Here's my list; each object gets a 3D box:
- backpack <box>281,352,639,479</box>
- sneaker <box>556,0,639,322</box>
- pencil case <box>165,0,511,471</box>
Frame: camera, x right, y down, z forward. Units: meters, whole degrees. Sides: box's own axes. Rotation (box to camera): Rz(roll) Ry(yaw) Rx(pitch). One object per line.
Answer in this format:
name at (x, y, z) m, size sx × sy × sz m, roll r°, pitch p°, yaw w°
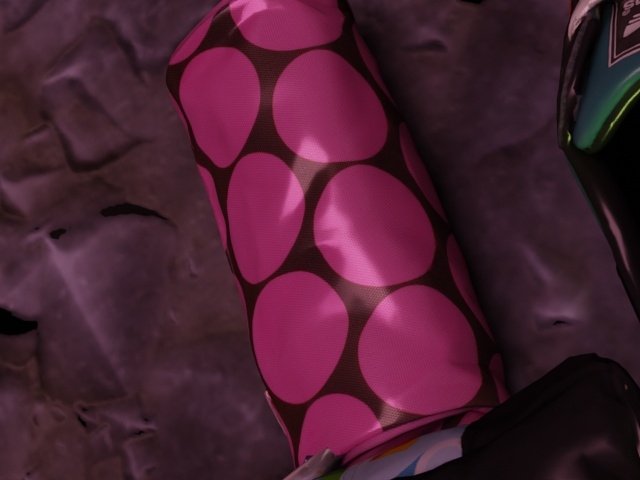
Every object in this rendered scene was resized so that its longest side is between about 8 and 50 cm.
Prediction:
backpack at (-0.015, 0.232, 0.513) m, size 0.355 × 0.273 × 0.290 m, roll -21°, pitch 74°, yaw 6°
sneaker at (0.138, -0.080, 0.536) m, size 0.108 × 0.121 × 0.302 m, roll -18°, pitch 72°, yaw 26°
pencil case at (0.000, 0.000, 0.623) m, size 0.098 × 0.095 × 0.209 m, roll -36°, pitch 62°, yaw 38°
